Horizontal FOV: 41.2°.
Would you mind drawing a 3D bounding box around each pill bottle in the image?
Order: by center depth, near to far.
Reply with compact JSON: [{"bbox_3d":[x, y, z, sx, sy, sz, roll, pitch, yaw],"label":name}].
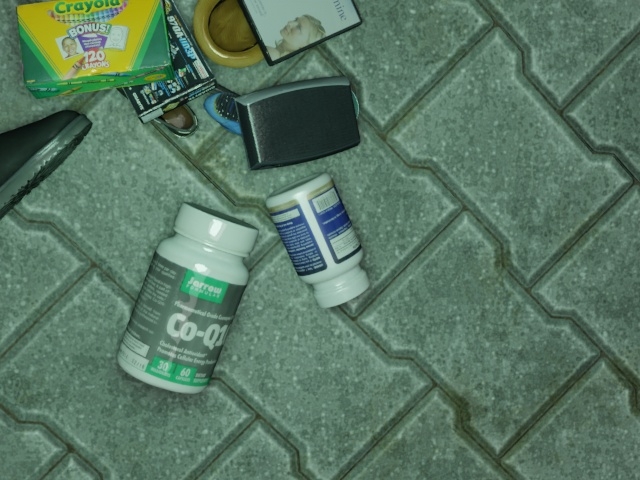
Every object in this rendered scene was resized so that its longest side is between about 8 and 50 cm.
[{"bbox_3d":[-0.270,0.115,1.767,0.204,0.204,0.360,20,94,-11],"label":"pill bottle"},{"bbox_3d":[0.000,0.000,1.820,0.153,0.153,0.264,-24,100,-5],"label":"pill bottle"}]

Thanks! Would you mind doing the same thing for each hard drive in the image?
[{"bbox_3d":[-0.041,-0.248,1.787,0.255,0.054,0.171,-15,102,-19],"label":"hard drive"}]

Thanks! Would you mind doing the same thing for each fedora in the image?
[{"bbox_3d":[-0.175,-0.448,1.774,0.195,0.079,0.194,0,90,-15],"label":"fedora"}]

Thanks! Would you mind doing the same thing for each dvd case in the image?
[{"bbox_3d":[-0.044,-0.490,1.770,0.253,0.022,0.180,-31,101,-28],"label":"dvd case"}]

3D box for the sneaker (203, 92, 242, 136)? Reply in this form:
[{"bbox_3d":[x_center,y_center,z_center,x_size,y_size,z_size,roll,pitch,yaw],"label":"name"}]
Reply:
[{"bbox_3d":[-0.155,-0.250,1.818,0.209,0.082,0.069,29,77,-29],"label":"sneaker"}]

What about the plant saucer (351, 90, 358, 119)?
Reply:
[{"bbox_3d":[0.023,-0.286,1.854,0.120,0.021,0.119,-1,98,-8],"label":"plant saucer"}]

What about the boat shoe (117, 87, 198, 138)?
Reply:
[{"bbox_3d":[-0.349,-0.304,1.768,0.233,0.079,0.084,40,91,-10],"label":"boat shoe"}]

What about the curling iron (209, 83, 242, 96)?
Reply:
[{"bbox_3d":[-0.278,-0.359,1.791,0.274,0.035,0.068,30,92,-11],"label":"curling iron"}]

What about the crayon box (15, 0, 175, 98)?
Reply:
[{"bbox_3d":[-0.432,-0.382,1.648,0.279,0.081,0.165,-9,80,-3],"label":"crayon box"}]

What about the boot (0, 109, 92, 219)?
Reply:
[{"bbox_3d":[-0.736,-0.267,1.684,0.367,0.146,0.445,-43,97,0],"label":"boot"}]

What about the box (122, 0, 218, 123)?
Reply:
[{"bbox_3d":[-0.335,-0.372,1.719,0.175,0.051,0.220,-29,83,-6],"label":"box"}]
